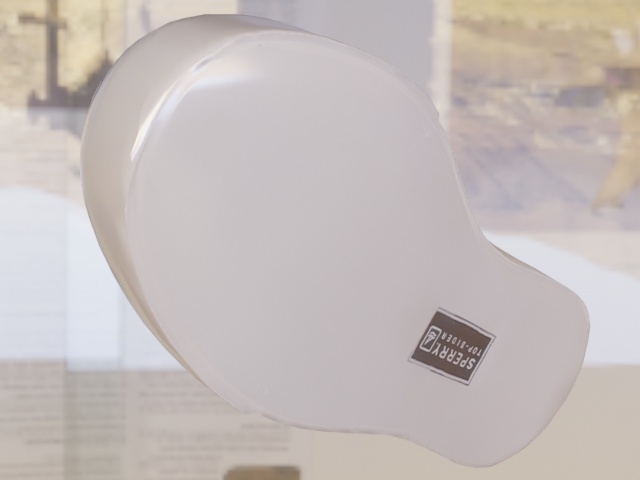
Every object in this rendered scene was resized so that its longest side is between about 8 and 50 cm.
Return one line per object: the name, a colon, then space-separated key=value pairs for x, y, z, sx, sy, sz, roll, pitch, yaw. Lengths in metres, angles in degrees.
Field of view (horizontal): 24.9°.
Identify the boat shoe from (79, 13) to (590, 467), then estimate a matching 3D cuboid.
boat shoe: x=0.000 y=0.000 z=0.499 sx=0.102 sy=0.108 sz=0.301 roll=31 pitch=-179 yaw=33
